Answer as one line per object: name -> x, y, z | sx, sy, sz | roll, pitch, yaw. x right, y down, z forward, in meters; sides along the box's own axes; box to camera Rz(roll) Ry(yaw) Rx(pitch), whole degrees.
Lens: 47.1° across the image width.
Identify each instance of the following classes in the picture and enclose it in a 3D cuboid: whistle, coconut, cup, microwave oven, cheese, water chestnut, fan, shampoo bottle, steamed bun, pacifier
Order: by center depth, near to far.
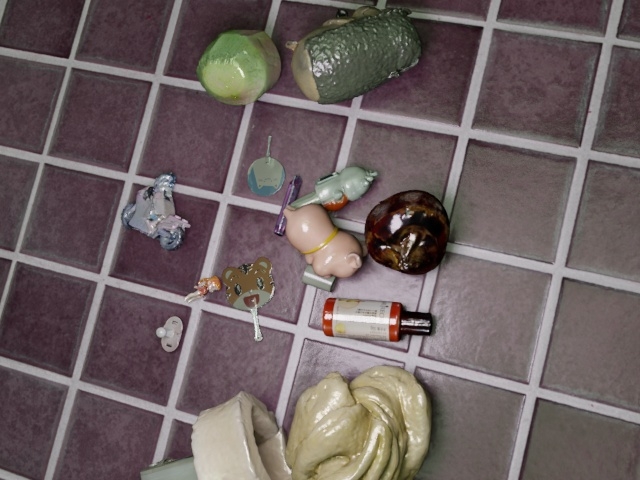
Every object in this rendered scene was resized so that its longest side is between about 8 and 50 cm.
steamed bun -> 0.095, 0.475, 1.783 | 0.371, 0.230, 0.325 | -6, 79, -6
cheese -> -0.173, 0.551, 1.829 | 0.153, 0.332, 0.292 | -25, 51, 9
water chestnut -> 0.225, -0.012, 1.853 | 0.223, 0.238, 0.224 | 1, 124, 2
shampoo bottle -> 0.149, 0.207, 1.897 | 0.277, 0.104, 0.105 | 3, 83, 13
microwave oven -> -0.345, 0.646, 1.940 | 0.204, 0.129, 0.163 | -17, 81, 11
whistle -> 0.037, -0.132, 1.973 | 0.253, 0.101, 0.106 | -21, 81, 7
cup -> 0.001, 0.098, 1.982 | 0.083, 0.075, 0.055 | 21, 129, 12
fan -> -0.188, 0.167, 2.032 | 0.152, 0.008, 0.227 | -15, 78, 10
coconut -> -0.219, -0.483, 2.033 | 0.204, 0.236, 0.236 | 39, 92, -8
whistle -> -0.090, -0.097, 2.034 | 0.033, 0.033, 0.177 | 18, 87, 15
pacifier -> -0.427, 0.258, 2.042 | 0.081, 0.078, 0.100 | 9, 85, 36
fan -> -0.151, -0.212, 2.078 | 0.113, 0.005, 0.176 | 4, 84, 14

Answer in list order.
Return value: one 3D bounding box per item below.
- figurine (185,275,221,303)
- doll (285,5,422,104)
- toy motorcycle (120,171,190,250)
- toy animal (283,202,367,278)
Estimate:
figurine -> -0.329, 0.137, 2.046 | 0.109, 0.064, 0.047 | -31, 55, -2
doll -> 0.090, -0.505, 1.955 | 0.349, 0.247, 0.248 | -16, 79, 1
toy motorcycle -> -0.452, -0.096, 2.080 | 0.239, 0.108, 0.204 | 25, 88, 15
toy animal -> 0.001, -0.002, 1.916 | 0.248, 0.165, 0.149 | 36, 119, -2
